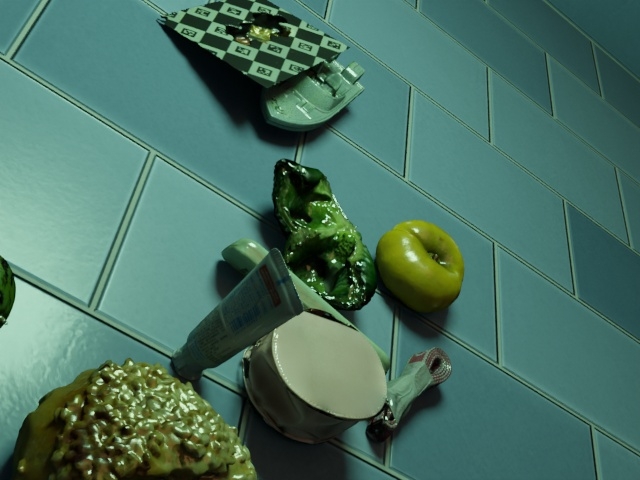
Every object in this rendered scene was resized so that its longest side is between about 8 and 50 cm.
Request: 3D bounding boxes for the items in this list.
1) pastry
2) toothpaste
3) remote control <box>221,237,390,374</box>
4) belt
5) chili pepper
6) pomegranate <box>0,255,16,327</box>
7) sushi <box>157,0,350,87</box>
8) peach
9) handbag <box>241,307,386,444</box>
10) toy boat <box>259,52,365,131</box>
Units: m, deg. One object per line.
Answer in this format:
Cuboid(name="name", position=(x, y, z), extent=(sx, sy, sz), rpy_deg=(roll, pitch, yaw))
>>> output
Cuboid(name="pastry", position=(-0.184, 0.268, 0.974), extent=(0.284, 0.184, 0.316), rpy_deg=(8, 53, -42))
Cuboid(name="toothpaste", position=(-0.109, 0.105, 1.148), extent=(0.057, 0.234, 0.089), rpy_deg=(-3, 61, -46))
Cuboid(name="remote control", position=(-0.019, 0.103, 1.364), extent=(0.309, 0.090, 0.038), rpy_deg=(41, 67, -12))
Cuboid(name="belt", position=(0.136, 0.235, 1.434), extent=(0.071, 0.053, 0.232), rpy_deg=(58, 37, -1))
Cuboid(name="chili pepper", position=(-0.004, 0.007, 1.460), extent=(0.148, 0.116, 0.265), rpy_deg=(1, 57, -58))
Cuboid(name="pomegranate", position=(-0.414, 0.055, 1.000), extent=(0.161, 0.122, 0.122), rpy_deg=(17, 40, 3))
Cuboid(name="sushi", position=(-0.122, -0.359, 1.668), extent=(0.264, 0.050, 0.290), rpy_deg=(33, 37, 18))
Cuboid(name="peach", position=(0.179, 0.043, 1.601), extent=(0.179, 0.103, 0.179), rpy_deg=(25, 42, -25))
Cuboid(name="handbag", position=(-0.012, 0.192, 1.270), extent=(0.205, 0.116, 0.179), rpy_deg=(23, 44, -30))
Cuboid(name="toy boat", position=(-0.023, -0.281, 1.689), extent=(0.141, 0.092, 0.319), rpy_deg=(43, 38, 0))
